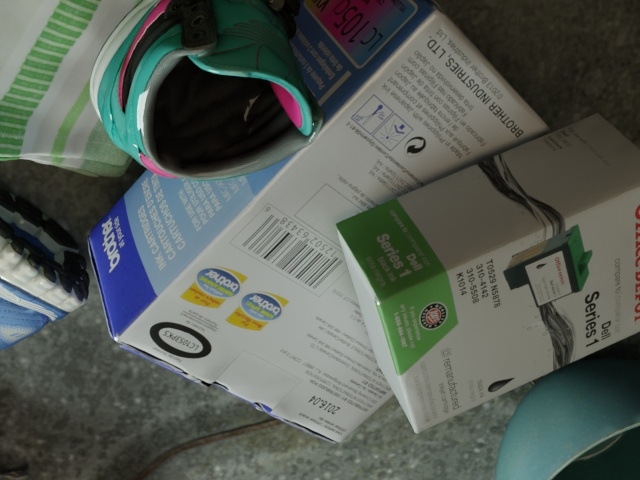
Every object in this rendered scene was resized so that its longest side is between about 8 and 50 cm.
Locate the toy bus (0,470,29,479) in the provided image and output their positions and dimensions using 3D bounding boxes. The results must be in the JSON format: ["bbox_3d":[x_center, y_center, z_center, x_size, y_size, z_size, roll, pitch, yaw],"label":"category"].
[{"bbox_3d":[-0.396,0.195,0.825,0.191,0.202,0.104,-4,87,0],"label":"toy bus"}]

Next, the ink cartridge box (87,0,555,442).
[{"bbox_3d":[0.000,0.000,0.738,0.395,0.151,0.270,-46,130,12],"label":"ink cartridge box"}]

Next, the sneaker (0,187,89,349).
[{"bbox_3d":[-0.353,-0.015,0.717,0.147,0.130,0.330,-41,116,9],"label":"sneaker"}]

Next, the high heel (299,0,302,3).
[{"bbox_3d":[0.031,-0.265,0.696,0.244,0.082,0.117,-55,142,4],"label":"high heel"}]

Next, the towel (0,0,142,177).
[{"bbox_3d":[-0.191,-0.150,0.603,0.038,0.325,0.248,43,109,21],"label":"towel"}]

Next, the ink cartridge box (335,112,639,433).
[{"bbox_3d":[0.140,0.025,0.661,0.219,0.092,0.160,-23,132,-5],"label":"ink cartridge box"}]

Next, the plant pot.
[{"bbox_3d":[0.300,0.233,0.908,0.290,0.195,0.290,-4,118,-7],"label":"plant pot"}]

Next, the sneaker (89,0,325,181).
[{"bbox_3d":[-0.041,-0.154,0.570,0.124,0.178,0.295,23,112,-38],"label":"sneaker"}]
